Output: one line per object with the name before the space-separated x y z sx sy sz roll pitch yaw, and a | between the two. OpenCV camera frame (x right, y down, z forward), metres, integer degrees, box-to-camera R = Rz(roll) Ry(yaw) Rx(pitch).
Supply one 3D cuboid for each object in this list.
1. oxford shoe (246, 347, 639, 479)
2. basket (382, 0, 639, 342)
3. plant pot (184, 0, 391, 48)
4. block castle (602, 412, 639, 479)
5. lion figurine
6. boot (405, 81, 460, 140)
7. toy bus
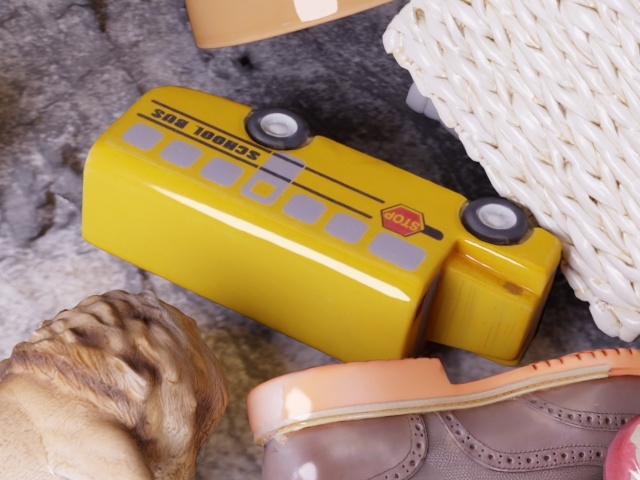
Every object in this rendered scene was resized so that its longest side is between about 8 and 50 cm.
oxford shoe | 0.131 0.149 1.018 0.364 0.130 0.132 -2 70 -19
basket | 0.287 -0.154 1.160 0.331 0.266 0.328 -29 80 -46
plant pot | 0.002 -0.303 1.313 0.291 0.203 0.291 -17 13 4
block castle | 0.429 0.133 0.903 0.453 0.213 0.303 -29 74 -8
lion figurine | -0.209 0.161 0.888 0.392 0.142 0.240 -20 42 -26
boot | 0.180 -0.169 1.379 0.123 0.095 0.258 33 46 13
toy bus | 0.000 0.000 1.137 0.333 0.108 0.130 24 43 14
